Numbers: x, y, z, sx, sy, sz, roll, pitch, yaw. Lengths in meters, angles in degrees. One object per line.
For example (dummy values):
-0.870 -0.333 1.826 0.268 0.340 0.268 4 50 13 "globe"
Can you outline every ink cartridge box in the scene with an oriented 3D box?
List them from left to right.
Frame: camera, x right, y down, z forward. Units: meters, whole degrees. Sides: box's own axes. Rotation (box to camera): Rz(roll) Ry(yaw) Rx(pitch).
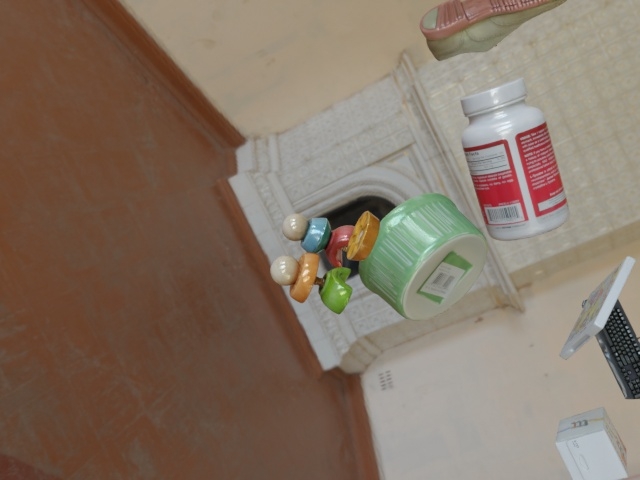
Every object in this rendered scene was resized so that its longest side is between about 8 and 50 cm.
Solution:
0.695 0.530 1.459 0.176 0.127 0.128 -8 72 -63 "ink cartridge box"

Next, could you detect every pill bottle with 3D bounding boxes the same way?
0.526 -0.223 1.574 0.229 0.229 0.408 -53 125 -71 "pill bottle"

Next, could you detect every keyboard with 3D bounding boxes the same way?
0.930 0.299 1.695 0.033 0.201 0.317 113 -42 -73 "keyboard"

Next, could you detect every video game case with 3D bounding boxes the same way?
0.686 0.171 1.416 0.026 0.227 0.206 33 -28 17 "video game case"

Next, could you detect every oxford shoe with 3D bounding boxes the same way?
0.480 -0.609 1.554 0.146 0.397 0.140 53 34 -49 "oxford shoe"

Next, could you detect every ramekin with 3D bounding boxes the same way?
0.257 0.050 1.377 0.148 0.303 0.303 48 3 40 "ramekin"

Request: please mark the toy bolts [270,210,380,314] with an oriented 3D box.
0.000 0.000 1.156 0.158 0.218 0.228 21 22 -10 "toy bolts"
